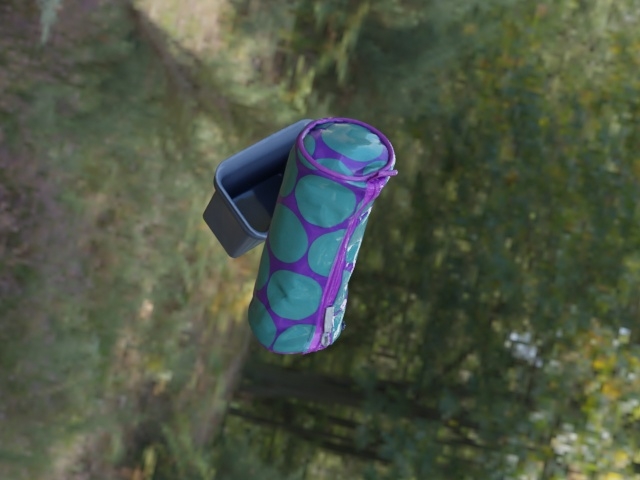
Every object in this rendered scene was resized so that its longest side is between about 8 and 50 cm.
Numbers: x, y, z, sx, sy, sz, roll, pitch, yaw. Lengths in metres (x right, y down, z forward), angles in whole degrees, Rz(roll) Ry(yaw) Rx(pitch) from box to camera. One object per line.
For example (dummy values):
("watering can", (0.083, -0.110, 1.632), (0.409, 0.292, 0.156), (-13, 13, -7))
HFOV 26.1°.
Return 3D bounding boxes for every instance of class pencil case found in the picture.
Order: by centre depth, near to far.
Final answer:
("pencil case", (0.000, 0.000, 0.864), (0.070, 0.064, 0.152), (44, -46, 35))

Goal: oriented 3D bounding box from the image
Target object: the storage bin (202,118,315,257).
("storage bin", (-0.042, -0.037, 1.313), (0.135, 0.098, 0.091), (-31, 172, -32))
